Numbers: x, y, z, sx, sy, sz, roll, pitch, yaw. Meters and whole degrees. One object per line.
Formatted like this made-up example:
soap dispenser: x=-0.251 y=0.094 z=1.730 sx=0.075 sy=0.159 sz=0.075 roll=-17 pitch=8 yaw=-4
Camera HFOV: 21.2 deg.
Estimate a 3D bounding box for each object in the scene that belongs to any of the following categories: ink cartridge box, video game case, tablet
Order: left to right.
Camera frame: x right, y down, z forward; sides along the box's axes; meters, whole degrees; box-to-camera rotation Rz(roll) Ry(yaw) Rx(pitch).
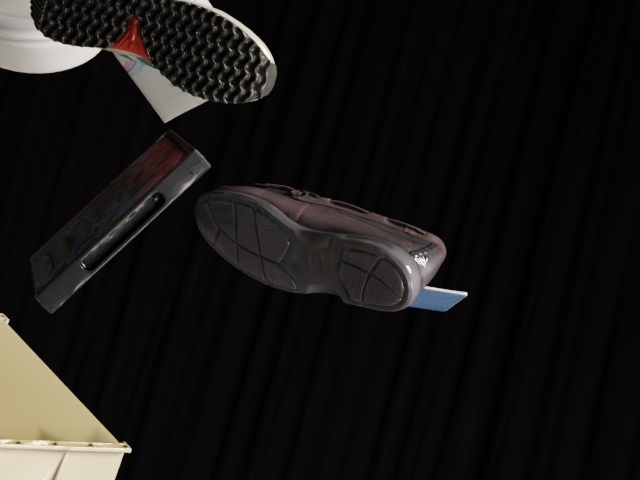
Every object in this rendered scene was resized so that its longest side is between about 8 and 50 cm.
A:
video game case: x=-0.248 y=-0.030 z=2.057 sx=0.035 sy=0.248 sz=0.275 roll=48 pitch=-2 yaw=-13
ink cartridge box: x=-0.211 y=-0.285 z=2.248 sx=0.093 sy=0.154 sz=0.212 roll=-28 pitch=-70 yaw=26
tablet: x=0.115 y=0.063 z=1.899 sx=0.083 sy=0.006 sz=0.054 roll=10 pitch=-27 yaw=-23

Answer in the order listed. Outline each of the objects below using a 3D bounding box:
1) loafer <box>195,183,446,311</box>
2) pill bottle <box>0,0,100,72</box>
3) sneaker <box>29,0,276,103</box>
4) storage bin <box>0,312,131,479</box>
loafer: x=0.000 y=0.000 z=1.898 sx=0.303 sy=0.095 sz=0.109 roll=18 pitch=-53 yaw=33
pill bottle: x=-0.253 y=-0.320 z=1.506 sx=0.188 sy=0.188 sz=0.334 roll=15 pitch=-46 yaw=8
sneaker: x=-0.098 y=-0.136 z=1.082 sx=0.161 sy=0.057 sz=0.075 roll=19 pitch=20 yaw=6
storage bin: x=-0.346 y=0.166 z=1.499 sx=0.260 sy=0.123 sz=0.262 roll=8 pitch=21 yaw=-41
